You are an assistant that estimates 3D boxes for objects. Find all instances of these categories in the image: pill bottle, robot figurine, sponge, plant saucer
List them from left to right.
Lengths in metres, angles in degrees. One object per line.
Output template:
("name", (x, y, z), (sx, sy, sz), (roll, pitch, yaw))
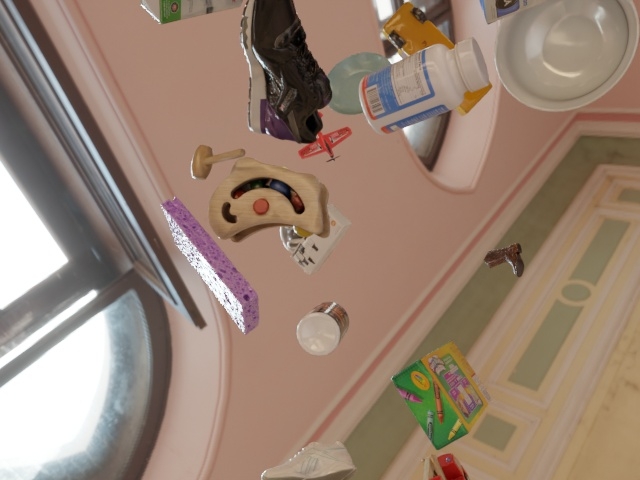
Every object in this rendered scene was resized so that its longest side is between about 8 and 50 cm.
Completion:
("sponge", (-0.166, 0.038, 0.812), (0.031, 0.117, 0.210), (-35, -111, -22))
("robot figurine", (-0.029, -0.044, 2.009), (0.200, 0.299, 0.353), (-1, -172, 13))
("pill bottle", (0.016, 0.260, 1.631), (0.131, 0.130, 0.246), (-12, -179, 11))
("plant saucer", (0.103, -0.402, 1.396), (0.195, 0.037, 0.194), (-7, -113, 17))
("pill bottle", (0.195, -0.292, 1.007), (0.222, 0.124, 0.124), (-15, -150, 30))

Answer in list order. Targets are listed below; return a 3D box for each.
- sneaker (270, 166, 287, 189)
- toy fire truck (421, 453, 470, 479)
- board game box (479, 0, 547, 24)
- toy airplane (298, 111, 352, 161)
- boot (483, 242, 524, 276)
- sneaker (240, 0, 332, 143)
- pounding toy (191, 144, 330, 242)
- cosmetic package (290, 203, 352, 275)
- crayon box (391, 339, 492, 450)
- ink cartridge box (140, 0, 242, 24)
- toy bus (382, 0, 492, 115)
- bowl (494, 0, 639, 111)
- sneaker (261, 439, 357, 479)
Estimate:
("sneaker", (-0.202, -0.171, 1.848), (0.124, 0.109, 0.295), (12, -147, 8))
("toy fire truck", (0.180, 0.362, 0.774), (0.047, 0.135, 0.192), (-31, -170, 12))
("board game box", (0.330, -0.441, 0.644), (0.302, 0.308, 0.086), (-16, -109, 17))
("toy airplane", (-0.002, -0.266, 1.351), (0.151, 0.151, 0.028), (-24, 177, -7))
("boot", (0.522, 0.068, 1.526), (0.114, 0.037, 0.106), (-23, -131, 46))
("sneaker", (-0.035, -0.258, 0.782), (0.124, 0.283, 0.107), (21, -119, 10))
("pounding toy", (-0.120, -0.066, 0.933), (0.270, 0.154, 0.155), (16, 178, 13))
("cosmetic package", (0.000, 0.000, 1.752), (0.099, 0.239, 0.060), (44, -145, 14))
("crayon box", (0.273, 0.325, 1.164), (0.081, 0.165, 0.278), (-40, 162, 21))
("ink cartridge box", (-0.265, -0.560, 1.116), (0.208, 0.153, 0.087), (-29, -118, -34))
("toy bus", (0.323, -0.504, 1.488), (0.108, 0.333, 0.130), (-46, -178, 10))
("bowl", (0.569, -0.450, 1.226), (0.298, 0.297, 0.134), (7, -161, 35))
("sneaker", (-0.022, 0.357, 0.842), (0.152, 0.053, 0.061), (0, -140, -22))
